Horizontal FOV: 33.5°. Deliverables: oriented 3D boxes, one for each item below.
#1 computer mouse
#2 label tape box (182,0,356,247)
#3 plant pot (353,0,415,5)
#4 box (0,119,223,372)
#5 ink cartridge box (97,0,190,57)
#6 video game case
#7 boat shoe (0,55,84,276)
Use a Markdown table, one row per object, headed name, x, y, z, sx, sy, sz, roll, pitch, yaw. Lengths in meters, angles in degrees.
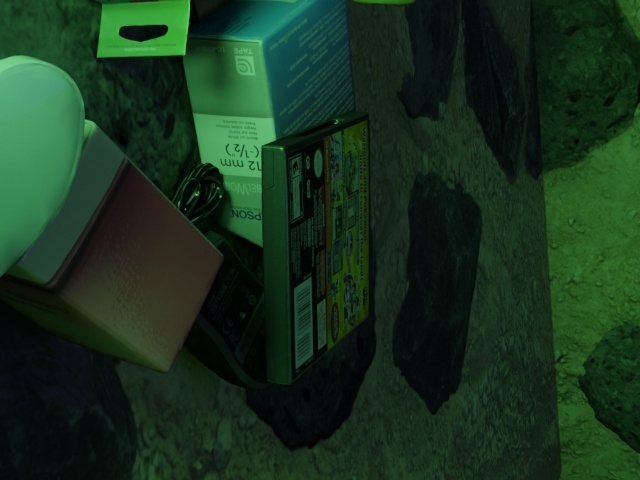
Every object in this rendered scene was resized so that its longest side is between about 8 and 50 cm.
| name | x | y | z | sx | sy | sz | roll | pitch | yaw |
| --- | --- | --- | --- | --- | --- | --- | --- | --- | --- |
| computer mouse | -0.126 | 0.062 | 1.220 | 0.272 | 0.072 | 0.188 | 59 | 41 | -32 |
| label tape box | -0.046 | -0.128 | 1.315 | 0.249 | 0.115 | 0.348 | -52 | 144 | -52 |
| plant pot | 0.060 | -0.444 | 1.378 | 0.276 | 0.276 | 0.254 | -32 | 132 | -61 |
| box | -0.211 | 0.001 | 0.900 | 0.127 | 0.148 | 0.232 | -66 | 149 | -18 |
| ink cartridge box | -0.178 | -0.284 | 1.009 | 0.062 | 0.109 | 0.209 | 12 | 82 | -65 |
| video game case | 0.000 | 0.000 | 1.270 | 0.248 | 0.035 | 0.275 | -32 | 124 | -61 |
| boat shoe | -0.271 | 0.004 | 0.725 | 0.113 | 0.105 | 0.306 | 20 | 100 | -46 |
